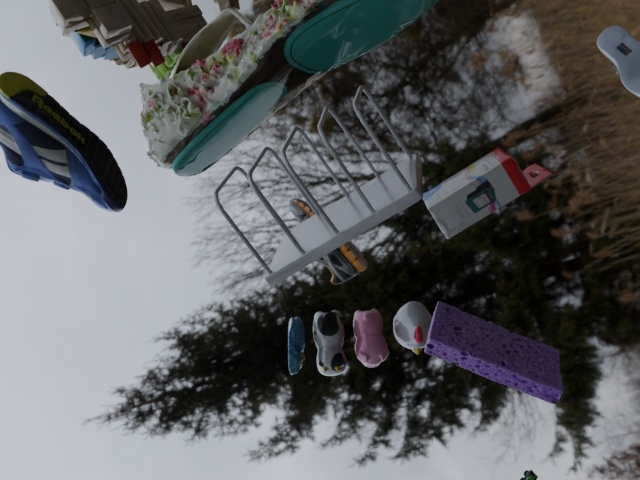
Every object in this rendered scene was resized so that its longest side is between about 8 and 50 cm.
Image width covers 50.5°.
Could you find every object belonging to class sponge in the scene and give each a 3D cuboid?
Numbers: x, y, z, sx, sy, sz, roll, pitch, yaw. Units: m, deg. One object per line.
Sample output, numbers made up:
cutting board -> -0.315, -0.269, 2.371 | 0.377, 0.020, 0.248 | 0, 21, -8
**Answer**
sponge -> 0.270, 0.171, 1.055 | 0.210, 0.031, 0.117 | 21, -152, 8

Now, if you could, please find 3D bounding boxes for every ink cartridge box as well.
ink cartridge box -> 0.322, -0.107, 1.338 | 0.078, 0.231, 0.134 | 55, -170, -12

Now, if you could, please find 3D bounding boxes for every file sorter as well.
file sorter -> 0.000, -0.095, 1.078 | 0.173, 0.277, 0.193 | 55, -161, -15

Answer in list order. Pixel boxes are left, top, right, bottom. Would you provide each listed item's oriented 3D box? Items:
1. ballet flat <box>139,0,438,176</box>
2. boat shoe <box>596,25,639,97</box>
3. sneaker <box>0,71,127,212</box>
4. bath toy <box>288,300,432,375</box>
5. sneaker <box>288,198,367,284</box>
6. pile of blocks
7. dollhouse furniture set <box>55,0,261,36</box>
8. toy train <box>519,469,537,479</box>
ballet flat -> -0.032, -0.134, 0.451 | 0.077, 0.241, 0.091 | 61, -165, 13
boat shoe -> 0.620, -0.339, 1.338 | 0.076, 0.080, 0.229 | 33, -153, -34
sneaker -> -0.224, -0.073, 0.571 | 0.144, 0.059, 0.053 | 48, -161, -29
bath toy -> 0.096, 0.234, 1.575 | 0.129, 0.348, 0.151 | -97, -2, -75
sneaker -> 0.000, 0.000, 1.412 | 0.215, 0.083, 0.084 | 49, -164, 11
pile of blocks -> -0.297, -0.315, 1.115 | 0.113, 0.149, 0.362 | 56, -156, 5
dollhouse furniture set -> -0.342, -0.559, 1.442 | 0.303, 0.355, 0.174 | -9, -94, -54
toy train -> 0.290, 0.370, 0.984 | 0.023, 0.083, 0.017 | 27, -177, -29
